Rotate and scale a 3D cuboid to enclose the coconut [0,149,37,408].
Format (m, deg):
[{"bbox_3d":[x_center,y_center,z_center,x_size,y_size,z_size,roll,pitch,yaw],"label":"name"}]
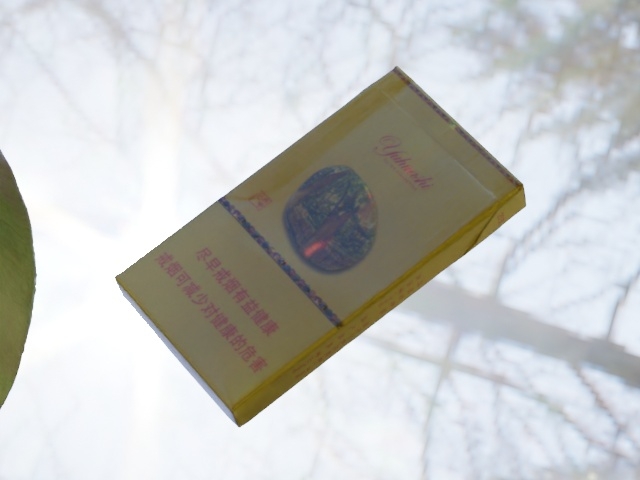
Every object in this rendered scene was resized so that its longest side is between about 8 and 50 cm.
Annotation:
[{"bbox_3d":[-0.248,0.023,0.928,0.236,0.236,0.204,-14,-94,-65],"label":"coconut"}]

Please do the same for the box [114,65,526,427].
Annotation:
[{"bbox_3d":[0.000,0.000,0.801,0.155,0.087,0.023,-37,-32,-11],"label":"box"}]
